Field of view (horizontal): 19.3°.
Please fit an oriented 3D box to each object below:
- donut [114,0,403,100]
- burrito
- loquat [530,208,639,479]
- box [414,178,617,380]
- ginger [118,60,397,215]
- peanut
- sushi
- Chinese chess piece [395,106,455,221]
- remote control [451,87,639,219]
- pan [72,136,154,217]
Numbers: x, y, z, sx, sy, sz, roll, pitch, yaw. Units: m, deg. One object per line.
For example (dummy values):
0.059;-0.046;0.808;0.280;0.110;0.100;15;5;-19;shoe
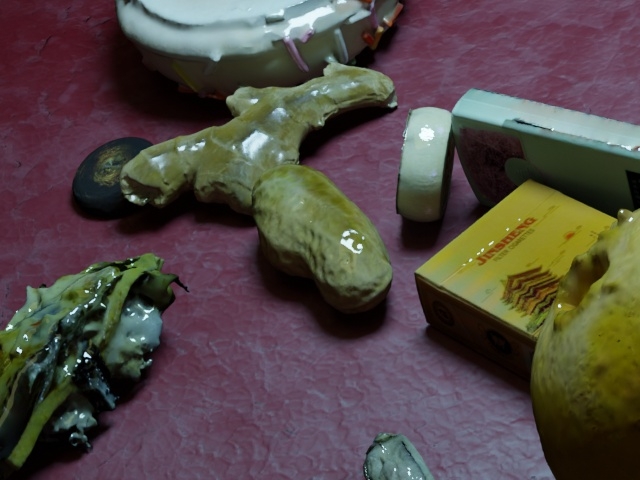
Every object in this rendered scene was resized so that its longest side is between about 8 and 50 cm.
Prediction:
-0.065;-0.311;2.300;0.383;0.142;0.382;-10;40;9;donut
0.083;0.235;1.676;0.058;0.045;0.188;-37;42;4;burrito
0.332;0.117;1.516;0.328;0.328;0.328;-10;39;9;loquat
0.247;0.057;1.803;0.174;0.076;0.274;-37;43;-25;box
-0.061;-0.114;2.109;0.334;0.081;0.148;-33;49;-18;ginger
0.000;0.000;1.951;0.108;0.095;0.226;-42;46;-5;peanut
-0.262;0.120;1.891;0.139;0.131;0.291;-6;42;51;sushi
0.112;-0.080;1.977;0.051;0.122;0.122;9;44;7;Chinese chess piece
0.287;-0.061;1.874;0.344;0.145;0.050;18;55;34;remote control
-0.187;-0.079;2.153;0.212;0.040;0.115;-5;46;15;pan
